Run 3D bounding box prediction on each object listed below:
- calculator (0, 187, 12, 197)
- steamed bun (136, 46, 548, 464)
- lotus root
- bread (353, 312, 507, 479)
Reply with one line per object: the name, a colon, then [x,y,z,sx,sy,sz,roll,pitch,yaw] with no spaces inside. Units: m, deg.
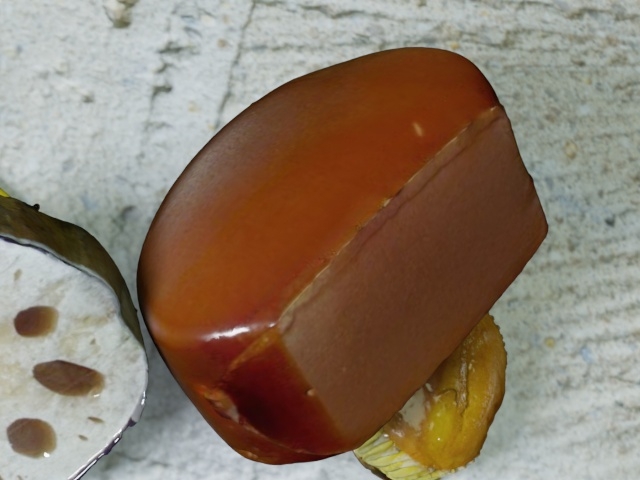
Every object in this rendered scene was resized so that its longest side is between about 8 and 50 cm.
calculator: [-0.356,-0.013,1.368,0.235,0.032,0.146,30,56,-10]
steamed bun: [0.000,0.000,1.374,0.379,0.248,0.235,-45,133,-20]
lotus root: [-0.284,0.072,1.243,0.272,0.272,0.192,6,31,-23]
bread: [0.104,0.138,1.466,0.132,0.114,0.190,26,61,-14]
